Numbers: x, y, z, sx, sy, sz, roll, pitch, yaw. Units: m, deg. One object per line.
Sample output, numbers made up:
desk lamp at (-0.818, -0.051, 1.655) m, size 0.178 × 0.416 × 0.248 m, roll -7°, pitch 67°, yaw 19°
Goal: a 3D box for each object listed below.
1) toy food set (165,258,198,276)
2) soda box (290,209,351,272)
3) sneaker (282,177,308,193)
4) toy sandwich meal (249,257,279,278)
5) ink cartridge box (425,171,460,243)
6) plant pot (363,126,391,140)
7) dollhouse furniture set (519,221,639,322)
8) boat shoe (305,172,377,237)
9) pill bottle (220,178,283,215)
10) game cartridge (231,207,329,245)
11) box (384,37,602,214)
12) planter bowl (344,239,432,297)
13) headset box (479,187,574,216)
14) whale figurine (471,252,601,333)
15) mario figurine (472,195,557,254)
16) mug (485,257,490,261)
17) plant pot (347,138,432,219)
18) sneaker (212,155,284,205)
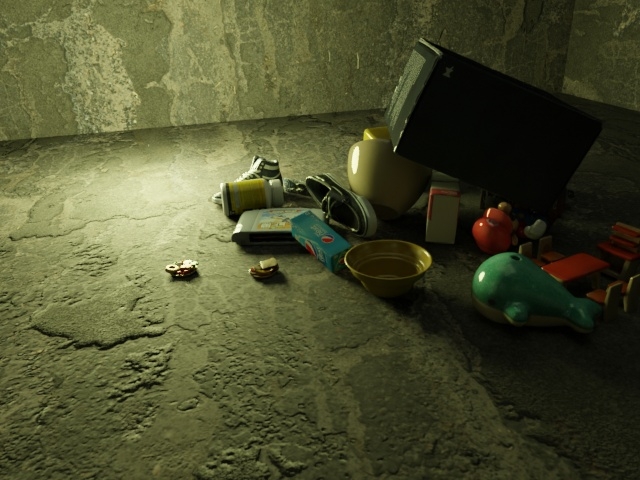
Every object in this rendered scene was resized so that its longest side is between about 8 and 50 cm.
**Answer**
toy food set at (-0.386, 0.077, 1.472) m, size 0.083 × 0.020 × 0.082 m, roll 9°, pitch 27°, yaw 25°
soda box at (0.000, 0.000, 1.487) m, size 0.071 × 0.067 × 0.210 m, roll -27°, pitch 45°, yaw -23°
sneaker at (-0.091, -0.211, 2.043) m, size 0.135 × 0.052 × 0.058 m, roll 23°, pitch 24°, yaw 30°
toy sandwich meal at (-0.156, 0.075, 1.442) m, size 0.086 × 0.029 × 0.085 m, roll -2°, pitch 25°, yaw 1°
ink cartridge box at (0.378, -0.105, 1.626) m, size 0.092 × 0.158 × 0.218 m, roll 5°, pitch 26°, yaw 9°
plant pot at (0.297, -0.312, 2.050) m, size 0.212 × 0.212 × 0.187 m, roll -11°, pitch 39°, yaw -17°
dollhouse furniture set at (0.663, 0.052, 1.287) m, size 0.259 × 0.135 × 0.262 m, roll -15°, pitch 28°, yaw -24°
boat shoe at (0.054, -0.109, 1.674) m, size 0.119 × 0.121 × 0.335 m, roll -7°, pitch 34°, yaw -29°
pill bottle at (-0.241, -0.155, 1.843) m, size 0.209 × 0.119 × 0.119 m, roll -8°, pitch 25°, yaw -11°
game cartridge at (-0.121, -0.047, 1.680) m, size 0.297 × 0.062 × 0.198 m, roll -1°, pitch 29°, yaw 3°
box at (0.475, -0.365, 1.581) m, size 0.480 × 0.297 × 0.471 m, roll 21°, pitch 23°, yaw -6°
planter bowl at (0.170, 0.083, 1.323) m, size 0.217 × 0.090 × 0.217 m, roll -1°, pitch 25°, yaw 1°
headset box at (0.715, -0.178, 1.808) m, size 0.293 × 0.110 × 0.218 m, roll 7°, pitch 27°, yaw 21°
whale figurine at (0.476, 0.113, 1.169) m, size 0.272 × 0.141 × 0.216 m, roll 17°, pitch 31°, yaw 35°
mario figurine at (0.561, -0.071, 1.513) m, size 0.321 × 0.170 × 0.198 m, roll -16°, pitch -7°, yaw -42°
mug at (0.447, 0.091, 1.336) m, size 0.062 × 0.078 × 0.064 m, roll 21°, pitch 21°, yaw -32°
plant pot at (0.212, -0.179, 1.722) m, size 0.284 × 0.284 × 0.190 m, roll 7°, pitch 71°, yaw 20°
sneaker at (-0.274, -0.227, 1.958) m, size 0.282 × 0.153 × 0.099 m, roll -14°, pitch 27°, yaw -24°
